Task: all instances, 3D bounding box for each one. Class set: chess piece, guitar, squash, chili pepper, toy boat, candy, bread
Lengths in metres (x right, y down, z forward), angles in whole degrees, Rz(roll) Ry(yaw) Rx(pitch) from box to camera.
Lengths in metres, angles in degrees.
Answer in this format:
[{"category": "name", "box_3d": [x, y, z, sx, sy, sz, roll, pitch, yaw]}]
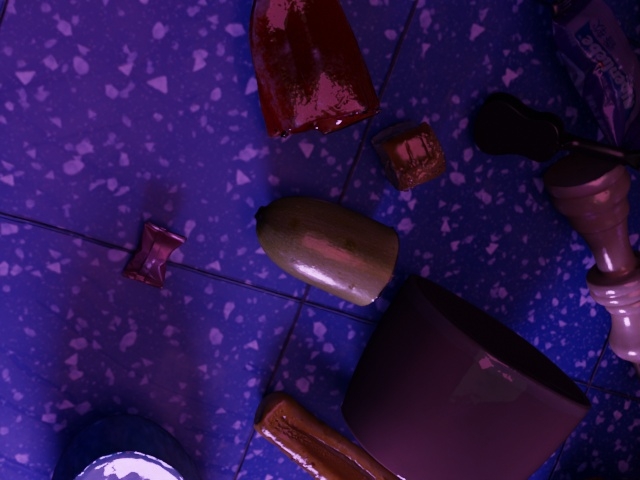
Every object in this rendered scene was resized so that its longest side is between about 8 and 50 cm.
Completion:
[{"category": "chess piece", "box_3d": [0.444, 0.057, 1.809, 0.117, 0.117, 0.397, -30, 114, -10]}, {"category": "guitar", "box_3d": [0.342, -0.129, 1.675, 0.271, 0.038, 0.084, 17, 121, 13]}, {"category": "squash", "box_3d": [0.000, 0.000, 1.631, 0.187, 0.123, 0.123, 26, 95, -19]}, {"category": "chili pepper", "box_3d": [-0.029, -0.253, 1.566, 0.144, 0.136, 0.252, -12, 102, 31]}, {"category": "toy boat", "box_3d": [-0.256, 0.368, 1.660, 0.215, 0.123, 0.330, -16, 121, -6]}, {"category": "candy", "box_3d": [0.388, -0.244, 1.701, 0.145, 0.070, 0.275, -47, 116, -43]}, {"category": "bread", "box_3d": [0.118, -0.115, 1.661, 0.070, 0.077, 0.083, -31, 114, -13]}]

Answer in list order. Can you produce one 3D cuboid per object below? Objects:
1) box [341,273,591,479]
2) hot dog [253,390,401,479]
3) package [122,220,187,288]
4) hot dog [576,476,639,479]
[{"category": "box", "box_3d": [0.186, 0.215, 1.677, 0.301, 0.301, 0.216, 28, 101, -24]}, {"category": "hot dog", "box_3d": [0.018, 0.308, 1.750, 0.088, 0.061, 0.286, -47, 113, -6]}, {"category": "package", "box_3d": [-0.216, 0.020, 1.606, 0.059, 0.029, 0.083, 22, 105, -20]}, {"category": "hot dog", "box_3d": [0.431, 0.522, 1.874, 0.267, 0.174, 0.387, -9, 110, -2]}]
